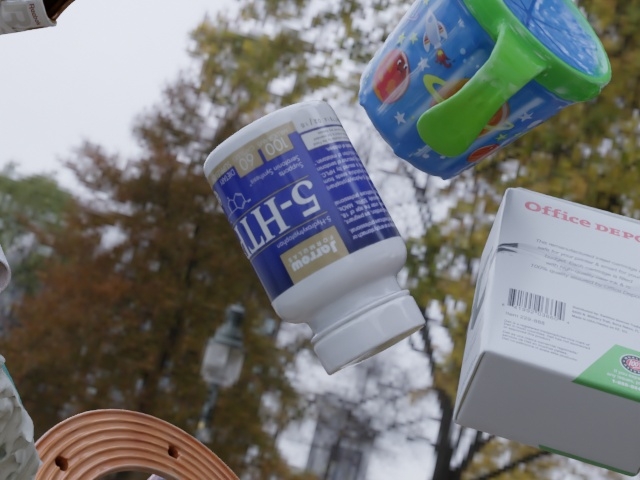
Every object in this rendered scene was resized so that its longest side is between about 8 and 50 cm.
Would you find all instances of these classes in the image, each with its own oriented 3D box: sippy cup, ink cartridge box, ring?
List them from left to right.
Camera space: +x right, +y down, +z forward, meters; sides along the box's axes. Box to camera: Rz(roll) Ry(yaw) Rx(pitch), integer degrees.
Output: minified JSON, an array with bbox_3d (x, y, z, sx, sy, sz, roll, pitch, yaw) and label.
[{"bbox_3d":[-0.143,0.305,1.183,0.336,0.337,0.032,27,-51,-37],"label":"ring"},{"bbox_3d":[0.171,-0.196,1.538,0.224,0.240,0.305,-42,-23,29],"label":"sippy cup"},{"bbox_3d":[0.277,0.093,1.495,0.211,0.289,0.122,17,-50,2],"label":"ink cartridge box"}]

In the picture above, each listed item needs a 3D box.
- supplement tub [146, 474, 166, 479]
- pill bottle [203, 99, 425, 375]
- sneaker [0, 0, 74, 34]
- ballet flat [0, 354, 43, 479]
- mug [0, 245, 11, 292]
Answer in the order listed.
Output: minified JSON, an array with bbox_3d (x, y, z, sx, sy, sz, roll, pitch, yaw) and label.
[{"bbox_3d":[-0.204,0.366,1.775,0.106,0.106,0.198,21,-48,-23],"label":"supplement tub"},{"bbox_3d":[0.000,0.000,1.016,0.112,0.187,0.112,-27,-9,-5],"label":"pill bottle"},{"bbox_3d":[-0.383,-0.281,1.559,0.123,0.290,0.106,53,-12,41],"label":"sneaker"},{"bbox_3d":[-0.216,0.140,0.682,0.147,0.147,0.409,13,-30,4],"label":"ballet flat"},{"bbox_3d":[-0.363,0.017,1.394,0.078,0.064,0.062,2,-48,-23],"label":"mug"}]
